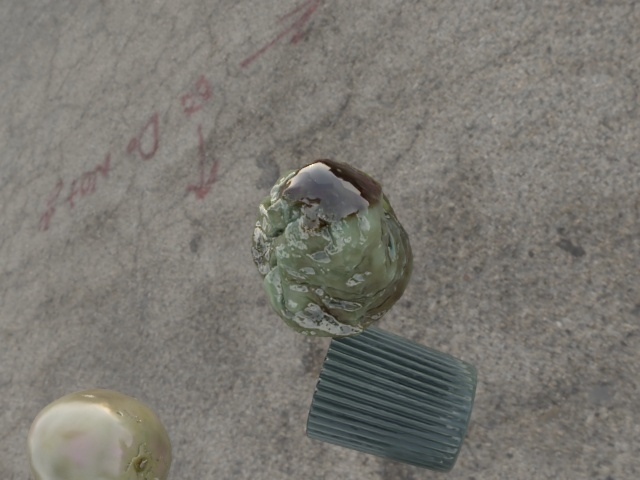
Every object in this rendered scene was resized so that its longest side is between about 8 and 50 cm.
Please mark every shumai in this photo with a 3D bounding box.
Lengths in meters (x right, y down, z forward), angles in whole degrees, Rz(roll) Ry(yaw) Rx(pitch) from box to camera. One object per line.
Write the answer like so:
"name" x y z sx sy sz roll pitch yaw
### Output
"shumai" 0.000 0.000 1.040 0.309 0.263 0.304 24 81 13

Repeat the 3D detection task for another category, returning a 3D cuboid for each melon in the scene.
"melon" -0.414 0.394 1.171 0.316 0.223 0.223 0 70 40

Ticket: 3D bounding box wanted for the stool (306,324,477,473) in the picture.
"stool" 0.166 0.358 1.439 0.329 0.297 0.298 16 79 8
